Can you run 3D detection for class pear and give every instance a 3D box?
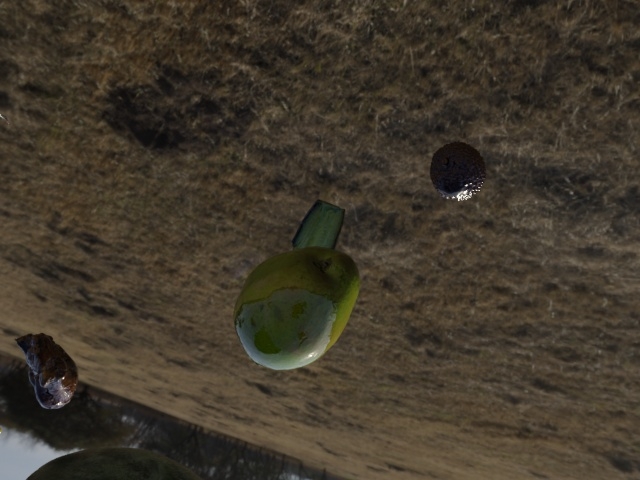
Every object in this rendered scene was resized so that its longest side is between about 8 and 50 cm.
[{"bbox_3d":[-0.035,0.099,0.747,0.187,0.188,0.219,33,126,-25],"label":"pear"}]

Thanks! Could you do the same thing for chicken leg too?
[{"bbox_3d":[-0.583,0.284,1.033,0.406,0.095,0.158,-6,104,56],"label":"chicken leg"}]

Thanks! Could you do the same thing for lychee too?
[{"bbox_3d":[0.295,-0.145,1.018,0.123,0.124,0.129,8,165,24],"label":"lychee"}]

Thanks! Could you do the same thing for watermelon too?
[{"bbox_3d":[-0.297,0.402,0.651,0.319,0.214,0.289,10,162,34],"label":"watermelon"}]

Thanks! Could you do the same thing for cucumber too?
[{"bbox_3d":[0.000,0.000,1.193,0.115,0.193,0.085,23,-176,30],"label":"cucumber"}]

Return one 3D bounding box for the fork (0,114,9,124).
[{"bbox_3d":[-0.754,-0.296,1.103,0.016,0.012,0.115,57,170,12],"label":"fork"}]
